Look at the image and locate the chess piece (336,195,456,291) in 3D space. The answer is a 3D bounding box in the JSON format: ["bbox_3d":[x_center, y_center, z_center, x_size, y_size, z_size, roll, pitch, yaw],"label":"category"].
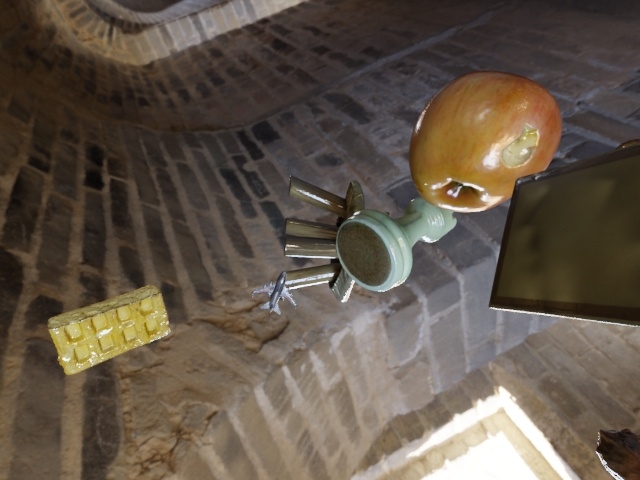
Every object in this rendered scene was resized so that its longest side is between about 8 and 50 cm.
[{"bbox_3d":[0.202,-0.019,1.043,0.195,0.299,0.194,29,133,37],"label":"chess piece"}]

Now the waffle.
[{"bbox_3d":[-0.543,0.229,1.117,0.057,0.274,0.167,40,139,41],"label":"waffle"}]

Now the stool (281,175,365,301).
[{"bbox_3d":[0.000,0.000,1.293,0.310,0.226,0.310,102,171,-57],"label":"stool"}]

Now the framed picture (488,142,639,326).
[{"bbox_3d":[0.259,-0.005,0.422,0.231,0.010,0.172,170,116,-74],"label":"framed picture"}]

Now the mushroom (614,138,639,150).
[{"bbox_3d":[0.817,-0.203,1.107,0.052,0.123,0.123,11,-143,-45],"label":"mushroom"}]

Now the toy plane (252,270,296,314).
[{"bbox_3d":[-0.074,0.087,0.732,0.031,0.079,0.083,-99,28,-73],"label":"toy plane"}]

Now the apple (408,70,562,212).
[{"bbox_3d":[0.283,-0.164,0.760,0.242,0.241,0.242,29,160,12],"label":"apple"}]

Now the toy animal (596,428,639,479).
[{"bbox_3d":[0.473,0.359,0.539,0.157,0.097,0.312,42,-171,-7],"label":"toy animal"}]
